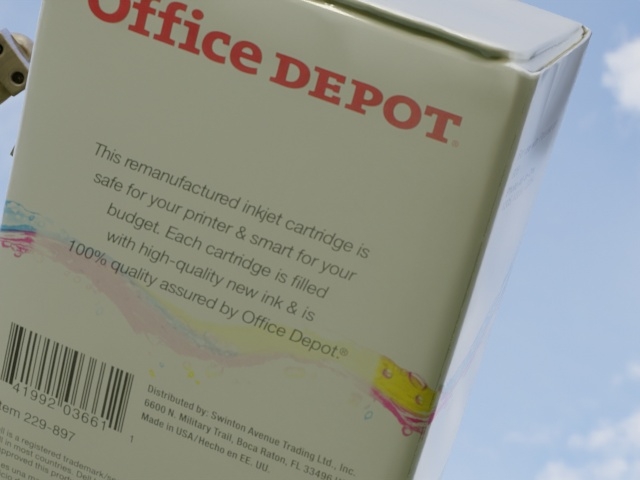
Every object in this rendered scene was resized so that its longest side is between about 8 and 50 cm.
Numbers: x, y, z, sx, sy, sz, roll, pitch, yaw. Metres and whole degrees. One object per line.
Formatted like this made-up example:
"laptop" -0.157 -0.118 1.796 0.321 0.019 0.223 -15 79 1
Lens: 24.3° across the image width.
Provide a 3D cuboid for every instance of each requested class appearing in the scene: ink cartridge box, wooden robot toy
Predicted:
"ink cartridge box" -0.020 0.009 0.490 0.154 0.093 0.212 21 -66 14
"wooden robot toy" -0.231 -0.127 1.040 0.076 0.079 0.173 -32 -77 7
